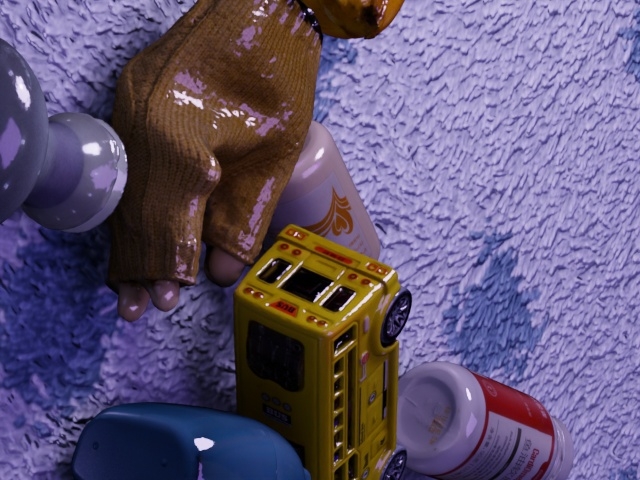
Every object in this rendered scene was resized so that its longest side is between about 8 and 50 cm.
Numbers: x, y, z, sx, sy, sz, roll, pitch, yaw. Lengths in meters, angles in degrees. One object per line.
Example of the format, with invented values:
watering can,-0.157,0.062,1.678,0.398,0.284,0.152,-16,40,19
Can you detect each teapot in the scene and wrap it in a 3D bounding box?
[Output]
teapot,-0.270,-0.074,1.652,0.251,0.184,0.183,18,82,-61

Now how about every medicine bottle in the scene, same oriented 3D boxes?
medicine bottle,0.000,0.000,2.026,0.114,0.114,0.252,-52,133,-32
medicine bottle,0.186,0.225,2.276,0.250,0.131,0.131,26,76,-49

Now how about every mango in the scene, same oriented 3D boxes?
mango,0.034,-0.328,2.006,0.154,0.126,0.252,16,76,-39

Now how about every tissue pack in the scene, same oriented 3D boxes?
tissue pack,-0.127,0.299,1.853,0.206,0.198,0.287,15,83,-52

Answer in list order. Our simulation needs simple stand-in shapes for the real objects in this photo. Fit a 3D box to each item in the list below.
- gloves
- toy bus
gloves,-0.113,-0.087,1.841,0.203,0.155,0.356,43,62,-56
toy bus,-0.007,0.154,1.955,0.151,0.145,0.331,-46,148,-40
